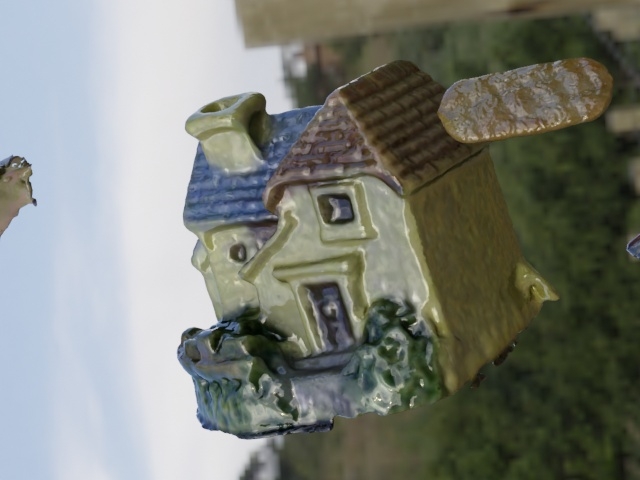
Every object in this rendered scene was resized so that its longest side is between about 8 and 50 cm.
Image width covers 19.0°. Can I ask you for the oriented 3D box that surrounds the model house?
[{"bbox_3d":[0.000,0.000,1.671,0.261,0.321,0.266,-34,-67,-55],"label":"model house"}]

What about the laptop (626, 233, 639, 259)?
[{"bbox_3d":[0.353,-0.053,1.536,0.026,0.154,0.207,58,136,11],"label":"laptop"}]

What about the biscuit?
[{"bbox_3d":[0.169,-0.115,1.580,0.018,0.147,0.071,65,-162,-52],"label":"biscuit"}]

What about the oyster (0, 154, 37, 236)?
[{"bbox_3d":[-0.399,-0.013,2.109,0.209,0.072,0.133,-60,-27,5],"label":"oyster"}]
